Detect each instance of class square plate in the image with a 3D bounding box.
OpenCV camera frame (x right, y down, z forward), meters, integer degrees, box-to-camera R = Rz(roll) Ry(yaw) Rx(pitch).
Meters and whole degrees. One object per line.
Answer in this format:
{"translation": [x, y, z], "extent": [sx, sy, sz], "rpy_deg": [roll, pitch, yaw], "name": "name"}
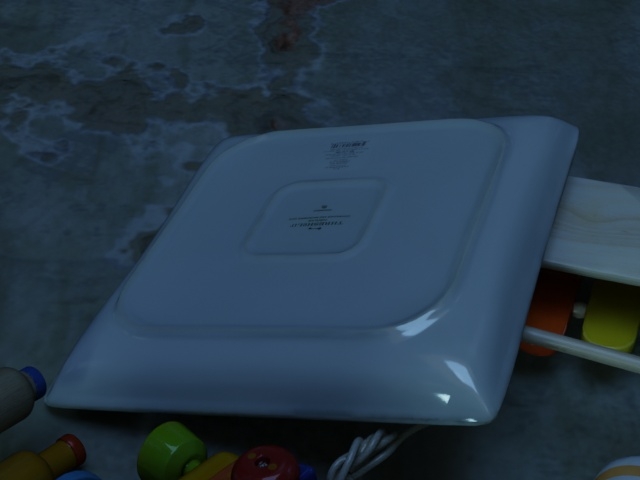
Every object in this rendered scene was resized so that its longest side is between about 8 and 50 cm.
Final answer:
{"translation": [0.000, 0.000, 0.889], "extent": [0.347, 0.049, 0.344], "rpy_deg": [-1, 37, 25], "name": "square plate"}

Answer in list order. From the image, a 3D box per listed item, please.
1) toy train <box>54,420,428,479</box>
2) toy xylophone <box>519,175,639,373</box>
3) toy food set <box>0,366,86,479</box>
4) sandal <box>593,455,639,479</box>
{"translation": [-0.060, 0.160, 0.756], "extent": [0.248, 0.105, 0.143], "rpy_deg": [-32, 38, -33], "name": "toy train"}
{"translation": [0.219, 0.037, 0.887], "extent": [0.322, 0.081, 0.236], "rpy_deg": [16, 41, 22], "name": "toy xylophone"}
{"translation": [-0.275, 0.099, 0.802], "extent": [0.232, 0.111, 0.104], "rpy_deg": [27, 35, 27], "name": "toy food set"}
{"translation": [0.214, 0.176, 0.748], "extent": [0.076, 0.102, 0.265], "rpy_deg": [28, 39, 28], "name": "sandal"}
